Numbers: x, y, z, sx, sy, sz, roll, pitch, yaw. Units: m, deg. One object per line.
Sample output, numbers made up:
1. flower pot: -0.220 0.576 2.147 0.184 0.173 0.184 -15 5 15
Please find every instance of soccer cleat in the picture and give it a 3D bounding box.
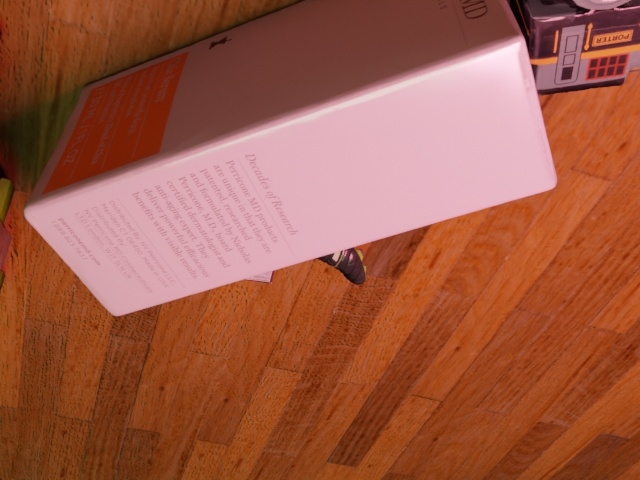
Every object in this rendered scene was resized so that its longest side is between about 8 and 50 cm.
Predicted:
1. soccer cleat: 0.000 0.000 0.903 0.072 0.060 0.179 -40 123 -11

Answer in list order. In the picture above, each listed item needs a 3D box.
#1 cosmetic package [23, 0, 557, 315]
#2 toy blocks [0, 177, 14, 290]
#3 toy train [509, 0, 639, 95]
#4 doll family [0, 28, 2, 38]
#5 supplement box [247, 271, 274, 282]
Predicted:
1. cosmetic package: -0.032 -0.108 0.700 0.454 0.230 0.161 -17 130 14
2. toy blocks: -0.501 -0.014 0.769 0.261 0.190 0.381 16 167 -15
3. toy train: 0.331 -0.243 0.650 0.334 0.142 0.190 -8 144 5
4. doll family: -0.437 -0.161 0.721 0.263 0.118 0.163 -35 124 28
5. supplement box: -0.076 0.008 0.922 0.043 0.055 0.083 9 133 -8
